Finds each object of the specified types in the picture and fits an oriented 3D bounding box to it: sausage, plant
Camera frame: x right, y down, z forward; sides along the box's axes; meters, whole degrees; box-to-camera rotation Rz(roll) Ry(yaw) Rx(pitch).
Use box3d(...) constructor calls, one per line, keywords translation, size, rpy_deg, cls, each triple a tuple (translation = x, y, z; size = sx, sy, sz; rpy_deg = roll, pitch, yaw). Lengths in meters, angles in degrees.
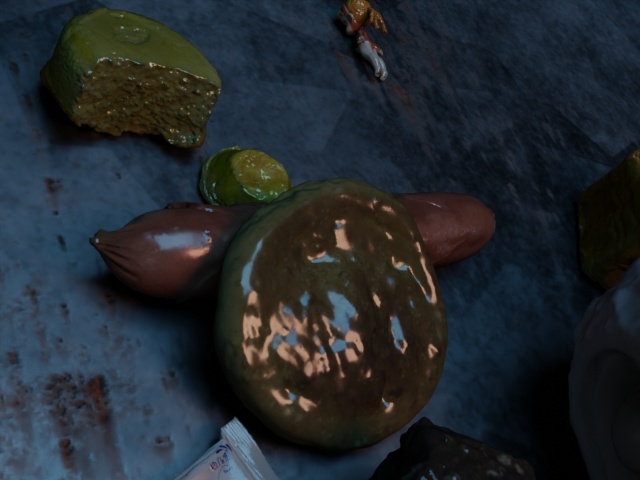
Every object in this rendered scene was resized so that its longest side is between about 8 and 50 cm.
box3d(translation=(0.001, 0.002, 0.786), size=(0.432, 0.088, 0.088), rpy_deg=(-5, 60, -36), cls="sausage")
box3d(translation=(0.151, 0.258, 0.641), size=(0.274, 0.146, 0.149), rpy_deg=(37, 42, -4), cls="plant")

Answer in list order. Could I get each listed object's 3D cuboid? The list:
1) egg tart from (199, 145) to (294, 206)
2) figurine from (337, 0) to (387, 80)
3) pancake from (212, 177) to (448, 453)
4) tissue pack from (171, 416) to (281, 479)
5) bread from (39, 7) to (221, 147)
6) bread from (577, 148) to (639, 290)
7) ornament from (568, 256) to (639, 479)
box3d(translation=(-0.063, -0.052, 0.819), size=(0.105, 0.039, 0.105), rpy_deg=(16, 51, -21), cls="egg tart")
box3d(translation=(0.058, -0.244, 1.048), size=(0.064, 0.047, 0.109), rpy_deg=(16, 49, -62), cls="figurine")
box3d(translation=(0.024, 0.057, 0.717), size=(0.241, 0.050, 0.242), rpy_deg=(5, 82, -39), cls="pancake")
box3d(translation=(-0.086, 0.221, 0.597), size=(0.123, 0.026, 0.193), rpy_deg=(49, 46, 9), cls="tissue pack")
box3d(translation=(-0.173, -0.153, 0.793), size=(0.156, 0.086, 0.125), rpy_deg=(6, 44, -34), cls="bread")
box3d(translation=(0.404, -0.009, 1.025), size=(0.149, 0.143, 0.158), rpy_deg=(23, 43, -17), cls="bread")
box3d(translation=(0.397, 0.142, 0.757), size=(0.337, 0.337, 0.337), rpy_deg=(18, 49, -22), cls="ornament")
